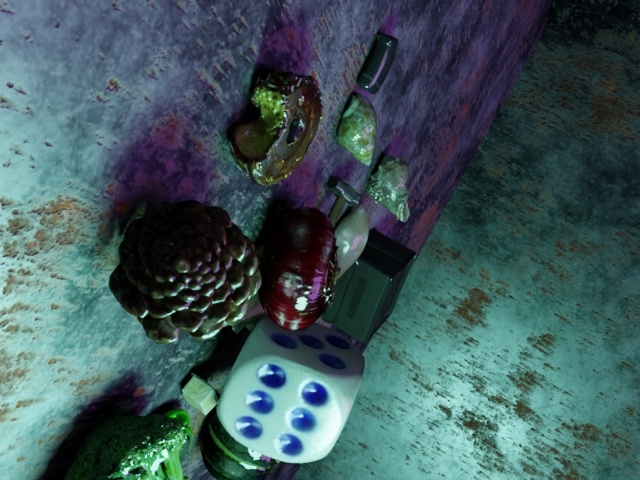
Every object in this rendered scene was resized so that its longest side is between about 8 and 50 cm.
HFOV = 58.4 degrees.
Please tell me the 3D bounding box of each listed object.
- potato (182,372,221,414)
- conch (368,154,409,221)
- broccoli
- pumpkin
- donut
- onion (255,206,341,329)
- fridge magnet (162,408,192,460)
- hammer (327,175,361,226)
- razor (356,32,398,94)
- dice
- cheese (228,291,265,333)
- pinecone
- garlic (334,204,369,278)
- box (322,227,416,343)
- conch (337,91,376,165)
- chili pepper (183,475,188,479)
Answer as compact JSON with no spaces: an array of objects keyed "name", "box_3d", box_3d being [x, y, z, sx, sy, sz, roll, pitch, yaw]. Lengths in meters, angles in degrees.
[{"name":"potato","box_3d":[-0.306,0.390,1.454,0.061,0.086,0.122,-54,166,-26]},{"name":"conch","box_3d":[0.248,-0.170,1.926,0.162,0.245,0.178,-27,159,31]},{"name":"broccoli","box_3d":[-0.382,0.495,1.160,0.308,0.275,0.308,-41,-174,6]},{"name":"pumpkin","box_3d":[-0.210,0.582,1.725,0.323,0.241,0.323,-52,163,-23]},{"name":"donut","box_3d":[-0.086,-0.225,1.119,0.216,0.095,0.230,-31,145,-60]},{"name":"onion","box_3d":[-0.067,0.061,1.414,0.314,0.232,0.314,-165,-90,-88]},{"name":"fridge magnet","box_3d":[-0.390,0.508,1.396,0.208,0.088,0.208,-51,159,-28]},{"name":"hammer","box_3d":[0.000,0.000,1.607,0.111,0.043,0.366,37,74,-40]},{"name":"razor","box_3d":[0.150,-0.451,1.461,0.148,0.054,0.090,-64,164,13]},{"name":"dice","box_3d":[-0.073,0.375,1.497,0.304,0.304,0.277,-54,169,-78]},{"name":"cheese","box_3d":[-0.161,0.158,1.541,0.235,0.049,0.127,-53,160,-21]},{"name":"pinecone","box_3d":[-0.221,0.052,0.984,0.244,0.244,0.309,-60,173,-1]},{"name":"garlic","box_3d":[0.075,0.033,1.917,0.318,0.112,0.143,-58,167,27]},{"name":"box","box_3d":[0.191,0.174,2.225,0.251,0.204,0.345,-35,148,-52]},{"name":"conch","box_3d":[0.101,-0.295,1.496,0.116,0.105,0.173,-51,154,-86]},{"name":"chili pepper","box_3d":[-0.457,0.749,1.631,0.202,0.050,0.052,-50,-163,-20]}]
